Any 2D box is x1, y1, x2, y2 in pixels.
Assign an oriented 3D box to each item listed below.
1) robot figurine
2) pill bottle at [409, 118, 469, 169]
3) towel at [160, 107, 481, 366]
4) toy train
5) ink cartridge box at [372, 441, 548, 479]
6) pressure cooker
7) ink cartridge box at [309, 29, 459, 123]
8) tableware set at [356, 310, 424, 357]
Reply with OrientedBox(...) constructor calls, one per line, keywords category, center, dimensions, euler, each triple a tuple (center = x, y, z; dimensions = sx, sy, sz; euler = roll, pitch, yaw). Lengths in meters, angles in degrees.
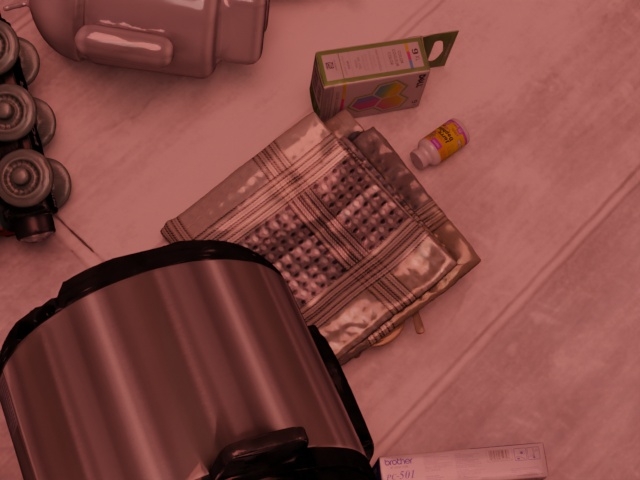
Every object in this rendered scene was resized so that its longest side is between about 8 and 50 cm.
OrientedBox(category="robot figurine", center=(-0.248, -0.338, 1.614), dimensions=(0.354, 0.199, 0.300), euler=(7, 38, -2))
OrientedBox(category="pill bottle", center=(0.168, -0.135, 1.651), dimensions=(0.083, 0.043, 0.043), euler=(-36, 75, -16))
OrientedBox(category="towel", center=(0.000, 0.000, 1.550), dimensions=(0.324, 0.056, 0.312), euler=(-36, 68, -11))
OrientedBox(category="toy train", center=(-0.456, -0.148, 1.542), dimensions=(0.190, 0.142, 0.333), euler=(-15, 88, 2))
OrientedBox(category="ink cartridge box", center=(0.171, 0.291, 1.458), dimensions=(0.207, 0.097, 0.046), euler=(-3, 69, -6))
OrientedBox(category="pressure cooker", center=(-0.137, 0.261, 1.284), dimensions=(0.376, 0.370, 0.420), euler=(-32, 61, 12))
OrientedBox(category="ink cartridge box", center=(0.094, -0.231, 1.648), dimensions=(0.209, 0.109, 0.062), euler=(-11, 70, -9))
OrientedBox(category="tableware set", center=(0.059, 0.057, 1.573), dimensions=(0.128, 0.039, 0.194), euler=(-12, 66, -1))
